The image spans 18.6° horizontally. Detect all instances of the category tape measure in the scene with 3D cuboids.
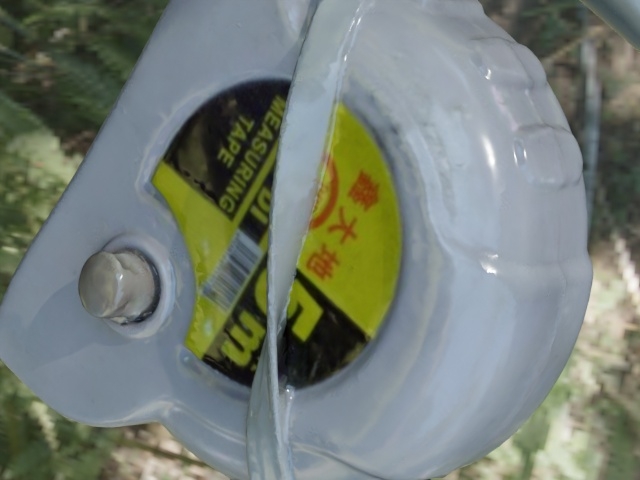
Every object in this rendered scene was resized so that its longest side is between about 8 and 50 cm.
[{"bbox_3d":[0.000,0.000,0.709,0.120,0.197,0.236,-4,131,-55],"label":"tape measure"}]

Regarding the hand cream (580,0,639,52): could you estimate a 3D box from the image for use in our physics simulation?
[{"bbox_3d":[0.102,-0.124,0.729,0.186,0.054,0.087,40,63,12],"label":"hand cream"}]
